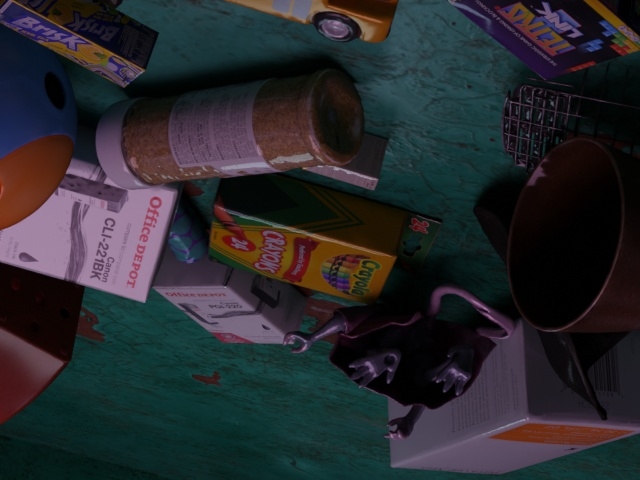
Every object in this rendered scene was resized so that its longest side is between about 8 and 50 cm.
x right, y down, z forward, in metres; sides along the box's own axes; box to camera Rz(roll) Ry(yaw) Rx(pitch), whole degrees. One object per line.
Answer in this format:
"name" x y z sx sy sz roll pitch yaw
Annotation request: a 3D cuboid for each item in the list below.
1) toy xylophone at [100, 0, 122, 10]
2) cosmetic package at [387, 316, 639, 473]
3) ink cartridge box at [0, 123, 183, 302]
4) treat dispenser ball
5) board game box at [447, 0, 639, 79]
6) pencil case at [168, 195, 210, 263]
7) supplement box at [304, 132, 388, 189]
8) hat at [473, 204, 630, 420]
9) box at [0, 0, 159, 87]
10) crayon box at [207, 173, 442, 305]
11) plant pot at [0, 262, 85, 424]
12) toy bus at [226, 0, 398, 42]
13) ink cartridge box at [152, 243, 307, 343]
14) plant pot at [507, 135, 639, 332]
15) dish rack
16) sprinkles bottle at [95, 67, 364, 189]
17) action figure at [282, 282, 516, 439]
"toy xylophone" -0.351 -0.346 1.493 0.323 0.081 0.236 23 154 -17
"cosmetic package" 0.306 0.262 2.255 0.230 0.161 0.453 7 160 -22
"ink cartridge box" -0.342 -0.051 1.972 0.273 0.114 0.197 16 118 -6
"treat dispenser ball" -0.445 -0.147 1.723 0.288 0.288 0.288 13 156 6
"board game box" 0.233 -0.239 1.419 0.170 0.048 0.141 32 150 -32
"pencil case" -0.221 -0.024 2.130 0.070 0.064 0.151 -10 149 14
"supplement box" 0.032 -0.111 1.796 0.098 0.062 0.036 17 155 -3
"hat" 0.338 0.068 1.856 0.134 0.331 0.331 -30 148 0
"box" -0.267 -0.234 1.517 0.169 0.054 0.059 27 152 -24
"crayon box" 0.000 0.000 2.032 0.318 0.081 0.202 15 155 0
"plant pot" -0.571 0.135 2.478 0.236 0.267 0.267 -22 138 34
"toy bus" -0.074 -0.307 1.385 0.333 0.108 0.130 16 154 -1
"ink cartridge box" -0.147 0.086 2.291 0.159 0.092 0.218 -2 149 33
"plant pot" 0.363 0.012 1.557 0.230 0.215 0.215 11 159 -24
"dish rack" 0.342 -0.124 1.580 0.271 0.074 0.208 12 154 11
"sprinkles bottle" -0.120 -0.137 1.758 0.355 0.121 0.121 -4 149 36
"action figure" 0.114 0.146 2.190 0.248 0.275 0.370 39 -177 -5
